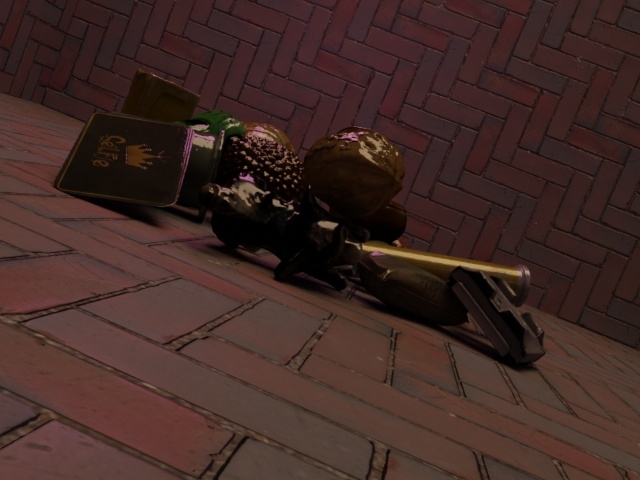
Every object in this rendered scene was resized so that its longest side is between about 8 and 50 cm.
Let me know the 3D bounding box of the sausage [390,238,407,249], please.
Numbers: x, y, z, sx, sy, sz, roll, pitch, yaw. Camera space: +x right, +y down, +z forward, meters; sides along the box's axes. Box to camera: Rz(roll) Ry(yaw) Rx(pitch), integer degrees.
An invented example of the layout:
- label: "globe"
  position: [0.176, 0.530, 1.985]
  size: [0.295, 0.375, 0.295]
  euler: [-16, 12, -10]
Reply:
- label: "sausage"
  position: [0.167, 0.033, 2.194]
  size: [0.258, 0.133, 0.133]
  euler: [21, 4, 22]

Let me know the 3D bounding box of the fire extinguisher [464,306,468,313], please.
- label: "fire extinguisher"
  position: [0.347, 0.143, 1.866]
  size: [0.136, 0.114, 0.337]
  euler: [7, 2, 7]

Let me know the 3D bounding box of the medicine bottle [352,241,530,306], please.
- label: "medicine bottle"
  position: [0.294, 0.077, 1.686]
  size: [0.426, 0.108, 0.108]
  euler: [10, 6, -8]

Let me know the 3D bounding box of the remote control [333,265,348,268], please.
- label: "remote control"
  position: [0.008, 0.038, 1.741]
  size: [0.103, 0.034, 0.250]
  euler: [-7, 9, -6]

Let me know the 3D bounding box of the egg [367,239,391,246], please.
- label: "egg"
  position: [0.155, 0.054, 1.963]
  size: [0.152, 0.114, 0.114]
  euler: [21, 5, -33]

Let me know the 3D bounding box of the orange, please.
- label: "orange"
  position: [-0.196, -0.217, 2.168]
  size: [0.249, 0.329, 0.329]
  euler: [-10, -12, 29]

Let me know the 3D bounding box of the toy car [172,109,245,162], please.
- label: "toy car"
  position: [-0.388, -0.246, 1.944]
  size: [0.213, 0.359, 0.176]
  euler: [34, -15, 51]

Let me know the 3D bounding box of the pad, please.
- label: "pad"
  position: [-0.440, -0.212, 1.474]
  size: [0.315, 0.063, 0.375]
  euler: [7, 34, -9]

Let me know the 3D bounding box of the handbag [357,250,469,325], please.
- label: "handbag"
  position: [0.198, 0.108, 1.550]
  size: [0.271, 0.117, 0.182]
  euler: [26, 8, -27]

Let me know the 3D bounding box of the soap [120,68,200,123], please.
- label: "soap"
  position: [-0.499, -0.323, 2.025]
  size: [0.091, 0.314, 0.199]
  euler: [28, 6, 42]

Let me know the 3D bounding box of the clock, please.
- label: "clock"
  position: [0.396, 0.161, 1.512]
  size: [0.253, 0.083, 0.186]
  euler: [57, 21, 24]

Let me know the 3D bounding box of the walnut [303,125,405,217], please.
- label: "walnut"
  position: [0.072, -0.148, 1.484]
  size: [0.245, 0.198, 0.198]
  euler: [6, -8, 45]

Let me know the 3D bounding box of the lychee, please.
- label: "lychee"
  position: [-0.159, -0.144, 1.809]
  size: [0.268, 0.267, 0.267]
  euler: [22, 5, -2]

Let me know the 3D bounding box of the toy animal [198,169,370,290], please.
- label: "toy animal"
  position: [-0.076, -0.024, 1.407]
  size: [0.344, 0.194, 0.303]
  euler: [21, -2, 13]

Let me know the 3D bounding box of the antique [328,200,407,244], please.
- label: "antique"
  position: [0.141, -0.059, 2.024]
  size: [0.224, 0.128, 0.278]
  euler: [-2, -14, 27]

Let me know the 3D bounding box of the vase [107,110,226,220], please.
- label: "vase"
  position: [-0.402, -0.193, 1.709]
  size: [0.291, 0.244, 0.245]
  euler: [12, 7, -11]

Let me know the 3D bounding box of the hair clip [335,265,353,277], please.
- label: "hair clip"
  position: [0.150, 0.081, 1.794]
  size: [0.279, 0.090, 0.137]
  euler: [21, -1, -20]
